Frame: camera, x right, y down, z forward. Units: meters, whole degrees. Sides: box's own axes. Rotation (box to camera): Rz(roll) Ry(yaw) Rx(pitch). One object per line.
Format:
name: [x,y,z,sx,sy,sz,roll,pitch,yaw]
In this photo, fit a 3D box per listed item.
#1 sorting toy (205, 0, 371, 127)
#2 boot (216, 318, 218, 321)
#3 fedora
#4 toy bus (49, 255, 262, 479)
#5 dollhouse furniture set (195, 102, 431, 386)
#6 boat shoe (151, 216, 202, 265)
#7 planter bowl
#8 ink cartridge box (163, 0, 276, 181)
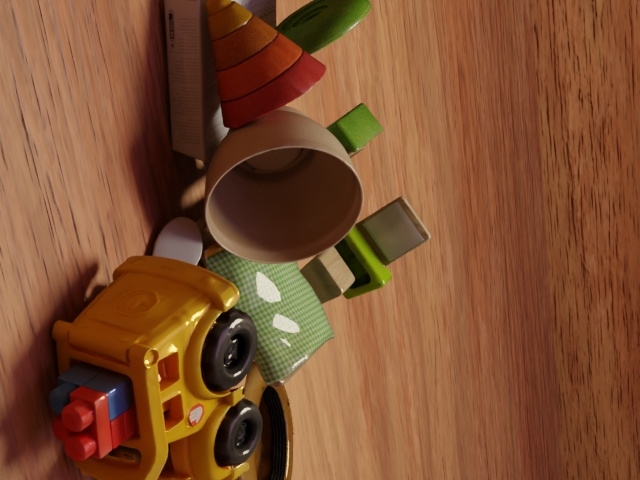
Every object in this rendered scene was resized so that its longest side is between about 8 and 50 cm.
sorting toy: [-0.036,-0.258,1.820,0.126,0.127,0.365,58,33,-19]
boot: [-0.101,0.087,1.886,0.121,0.045,0.099,-8,99,-64]
fedora: [-0.088,0.228,1.894,0.194,0.079,0.194,-3,90,-73]
toy bus: [-0.168,0.155,1.572,0.211,0.149,0.220,-40,134,-48]
dollhouse furniture set: [0.000,0.000,1.882,0.197,0.151,0.301,55,27,-4]
boat shoe: [-0.155,0.044,1.729,0.040,0.049,0.142,128,-24,-60]
planter bowl: [-0.045,-0.070,1.754,0.162,0.162,0.109,73,2,-45]
ink cartridge box: [-0.101,-0.173,1.836,0.223,0.045,0.224,-42,134,-63]
